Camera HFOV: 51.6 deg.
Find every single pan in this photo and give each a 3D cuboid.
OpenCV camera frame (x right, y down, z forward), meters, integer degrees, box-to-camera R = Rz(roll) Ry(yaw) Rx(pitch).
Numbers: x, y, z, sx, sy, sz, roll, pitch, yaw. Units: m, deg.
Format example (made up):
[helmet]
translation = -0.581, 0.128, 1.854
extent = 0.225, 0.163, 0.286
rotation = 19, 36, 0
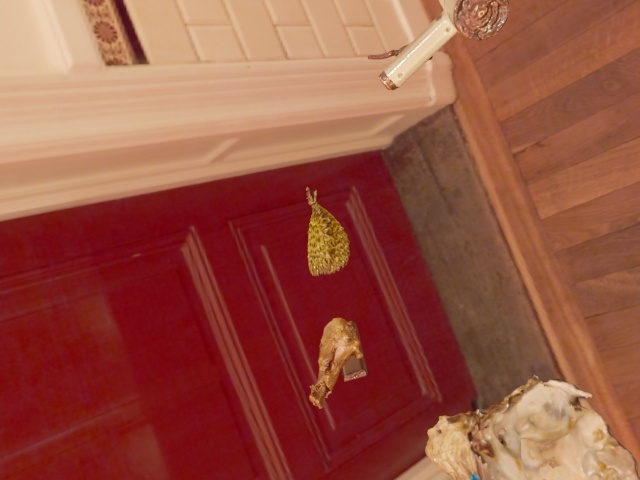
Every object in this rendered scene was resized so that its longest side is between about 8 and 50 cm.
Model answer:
[pan]
translation = 0.252, -0.591, 2.100
extent = 0.115, 0.212, 0.040
rotation = 146, 122, -79

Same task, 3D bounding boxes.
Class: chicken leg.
[chicken leg]
translation = 0.031, 0.265, 1.445
extent = 0.101, 0.208, 0.085
rotation = -11, 134, 41

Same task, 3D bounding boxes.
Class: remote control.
[remote control]
translation = 0.072, 0.268, 1.628
extent = 0.245, 0.063, 0.025
rotation = -102, -10, -69

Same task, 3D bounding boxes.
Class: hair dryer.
[hair dryer]
translation = 0.265, -0.479, 1.561
extent = 0.362, 0.128, 0.203
rotation = -41, 29, 25

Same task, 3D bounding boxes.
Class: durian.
[durian]
translation = 0.000, 0.000, 1.315
extent = 0.100, 0.086, 0.215
rotation = 50, 152, 43

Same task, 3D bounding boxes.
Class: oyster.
[oyster]
translation = 0.242, 0.257, 0.688
extent = 0.223, 0.214, 0.083
rotation = 66, 152, 23
